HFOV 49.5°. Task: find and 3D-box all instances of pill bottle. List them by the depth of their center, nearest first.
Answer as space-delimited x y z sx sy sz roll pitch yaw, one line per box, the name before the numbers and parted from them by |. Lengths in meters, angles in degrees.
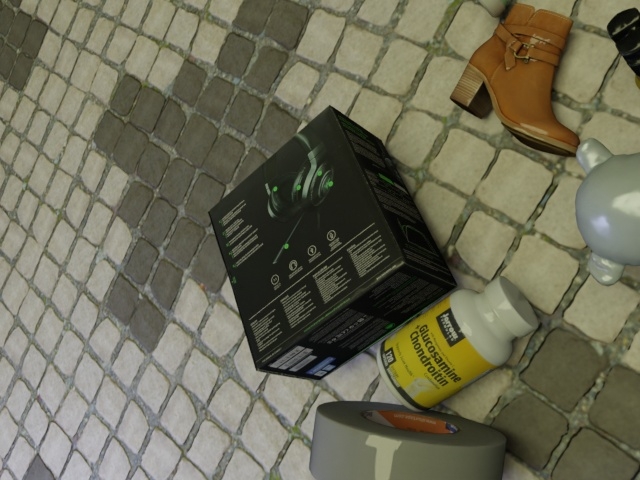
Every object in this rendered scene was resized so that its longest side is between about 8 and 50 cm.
pill bottle | 0.166 0.123 0.846 0.184 0.103 0.103 -39 61 24

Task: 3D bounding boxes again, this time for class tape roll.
tape roll | 0.098 0.243 0.800 0.219 0.219 0.072 6 86 37

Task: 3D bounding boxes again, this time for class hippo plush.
hippo plush | 0.365 -0.008 0.639 0.236 0.294 0.234 -20 74 49

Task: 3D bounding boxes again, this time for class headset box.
headset box | 0.000 0.000 0.928 0.246 0.131 0.283 -39 54 23

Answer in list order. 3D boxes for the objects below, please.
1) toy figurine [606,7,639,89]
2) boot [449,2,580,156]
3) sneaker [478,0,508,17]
toy figurine | 0.426 -0.243 0.708 0.209 0.148 0.213 21 96 43
boot | 0.268 -0.202 0.855 0.197 0.073 0.152 40 101 32
sneaker | 0.237 -0.428 0.906 0.151 0.094 0.256 -21 70 28
